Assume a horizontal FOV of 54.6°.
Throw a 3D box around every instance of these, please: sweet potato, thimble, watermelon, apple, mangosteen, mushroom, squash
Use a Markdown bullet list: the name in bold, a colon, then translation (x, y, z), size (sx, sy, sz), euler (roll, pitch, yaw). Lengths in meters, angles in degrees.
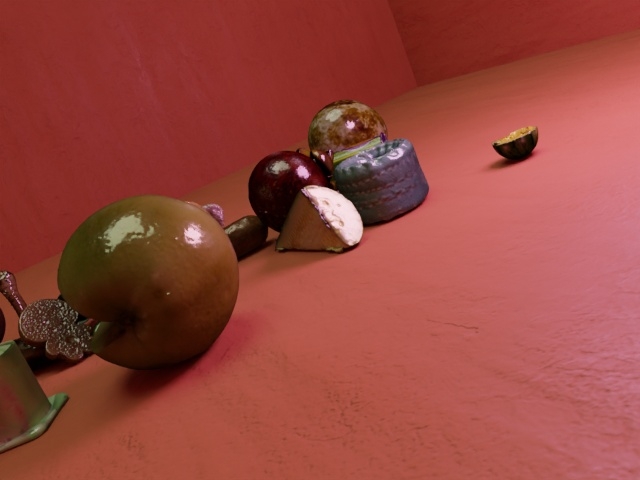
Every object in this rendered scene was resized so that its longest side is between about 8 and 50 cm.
- **sweet potato**: translation (-0.257, 0.015, 1.551), size (0.291, 0.097, 0.097), euler (-21, 13, -16)
- **thimble**: translation (0.136, -0.137, 1.421), size (0.198, 0.143, 0.235), euler (-21, 13, 3)
- **watermelon**: translation (0.443, -0.216, 1.392), size (0.105, 0.062, 0.105), euler (-25, 7, 3)
- **apple**: translation (-0.281, 0.070, 1.026), size (0.292, 0.292, 0.254), euler (-19, 26, 15)
- **mangosteen**: translation (-0.054, -0.136, 1.518), size (0.215, 0.215, 0.257), euler (-4, 42, 52)
- **mushroom**: translation (-0.655, 0.169, 1.363), size (0.148, 0.218, 0.227), euler (-30, 16, -30)
- **squash**: translation (0.000, 0.000, 1.379), size (0.093, 0.169, 0.252), euler (-28, -18, -32)

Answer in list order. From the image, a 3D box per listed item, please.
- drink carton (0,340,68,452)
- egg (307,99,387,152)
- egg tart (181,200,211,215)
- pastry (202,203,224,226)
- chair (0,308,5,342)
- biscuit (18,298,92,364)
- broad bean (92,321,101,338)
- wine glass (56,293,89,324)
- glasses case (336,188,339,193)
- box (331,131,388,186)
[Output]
- **drink carton**: translation (-0.530, 0.255, 1.023), size (0.144, 0.142, 0.146), euler (-23, 16, 2)
- **egg**: translation (0.095, -0.341, 2.026), size (0.289, 0.238, 0.238), euler (-22, 11, -40)
- **egg tart**: translation (-0.413, -0.009, 1.576), size (0.288, 0.288, 0.118), euler (-26, 52, -14)
- **pastry**: translation (-0.431, -0.039, 2.020), size (0.265, 0.103, 0.112), euler (-21, 7, 0)
- **chair**: translation (-0.916, 0.264, 1.429), size (0.226, 0.227, 0.401), euler (-22, 13, 2)
- **biscuit**: translation (-0.551, 0.191, 1.296), size (0.124, 0.175, 0.026), euler (-36, -22, -44)
- **broad bean**: translation (-0.488, 0.179, 1.434), size (0.069, 0.039, 0.227), euler (-57, 12, 1)
- **wine glass**: translation (-0.563, 0.138, 1.515), size (0.103, 0.103, 0.231), euler (-23, 8, -2)
- **glasses case**: translation (0.060, -0.107, 1.610), size (0.083, 0.050, 0.196), euler (-28, 15, -10)
- **box**: translation (0.018, -0.186, 1.660), size (0.345, 0.097, 0.134), euler (-19, 12, 16)
